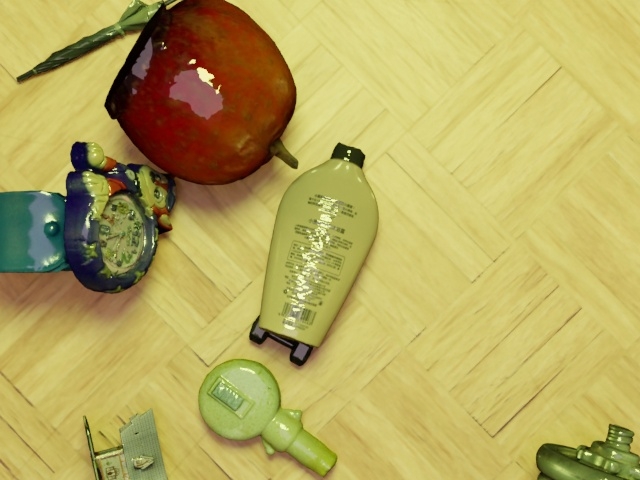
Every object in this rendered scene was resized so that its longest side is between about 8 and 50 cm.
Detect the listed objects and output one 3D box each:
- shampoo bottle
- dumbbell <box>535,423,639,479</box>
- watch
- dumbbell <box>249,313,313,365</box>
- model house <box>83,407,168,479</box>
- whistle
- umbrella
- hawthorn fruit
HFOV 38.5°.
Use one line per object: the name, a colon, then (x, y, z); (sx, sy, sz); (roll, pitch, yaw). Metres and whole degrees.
shampoo bottle: (0.000, 0.000, 1.141); (0.127, 0.078, 0.256); (19, 80, 4)
dumbbell: (0.300, 0.416, 1.084); (0.179, 0.179, 0.406); (16, 89, 2)
watch: (-0.306, -0.016, 1.117); (0.200, 0.196, 0.171); (-3, 78, 22)
dumbbell: (-0.050, 0.126, 1.169); (0.083, 0.036, 0.040); (28, 90, 2)
model house: (-0.236, 0.292, 1.145); (0.088, 0.117, 0.166); (-12, 87, -15)
whistle: (-0.065, 0.230, 1.156); (0.198, 0.057, 0.104); (38, 91, 3)
umbrella: (-0.277, -0.273, 1.182); (0.269, 0.044, 0.044); (-24, 58, 0)
hawthorn fruit: (-0.123, -0.169, 1.095); (0.250, 0.215, 0.215); (36, 90, 3)
